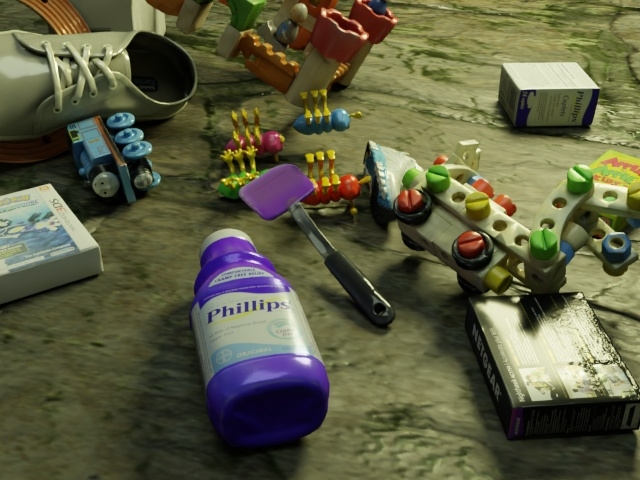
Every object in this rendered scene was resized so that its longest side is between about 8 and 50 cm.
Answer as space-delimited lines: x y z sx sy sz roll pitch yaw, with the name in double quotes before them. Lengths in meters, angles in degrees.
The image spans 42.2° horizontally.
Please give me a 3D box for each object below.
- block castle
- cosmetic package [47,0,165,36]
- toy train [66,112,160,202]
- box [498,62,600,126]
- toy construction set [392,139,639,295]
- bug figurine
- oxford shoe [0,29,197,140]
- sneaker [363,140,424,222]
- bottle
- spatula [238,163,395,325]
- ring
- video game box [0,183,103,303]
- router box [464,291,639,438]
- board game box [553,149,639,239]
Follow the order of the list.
"block castle" -0.101 -0.443 1.410 0.453 0.212 0.303 35 27 4
"cosmetic package" -0.390 -0.424 1.558 0.155 0.196 0.365 -2 31 -3
"toy train" -0.301 -0.119 1.200 0.105 0.080 0.184 -21 40 -15
"box" 0.390 -0.253 1.429 0.137 0.072 0.126 -1 33 -3
"toy construction set" 0.221 -0.039 1.020 0.215 0.151 0.328 -40 38 -13
"bug figurine" -0.040 -0.123 1.215 0.217 0.072 0.279 -5 37 2
"oxford shoe" -0.376 -0.247 1.249 0.450 0.169 0.130 -11 -2 -39
"sneaker" 0.109 -0.086 1.168 0.083 0.071 0.190 5 33 -5
"bottle" -0.076 0.087 0.867 0.118 0.092 0.282 -8 34 -11
"spatula" 0.000 0.000 1.019 0.084 0.030 0.296 -35 58 -9
"ring" -0.493 -0.275 1.265 0.032 0.336 0.337 -20 10 48
"video game box" -0.399 0.009 1.022 0.205 0.048 0.187 -19 35 -29
"router box" 0.237 0.123 0.864 0.133 0.046 0.179 -2 33 -4
"board game box" 0.408 -0.067 1.167 0.092 0.043 0.181 25 40 33
